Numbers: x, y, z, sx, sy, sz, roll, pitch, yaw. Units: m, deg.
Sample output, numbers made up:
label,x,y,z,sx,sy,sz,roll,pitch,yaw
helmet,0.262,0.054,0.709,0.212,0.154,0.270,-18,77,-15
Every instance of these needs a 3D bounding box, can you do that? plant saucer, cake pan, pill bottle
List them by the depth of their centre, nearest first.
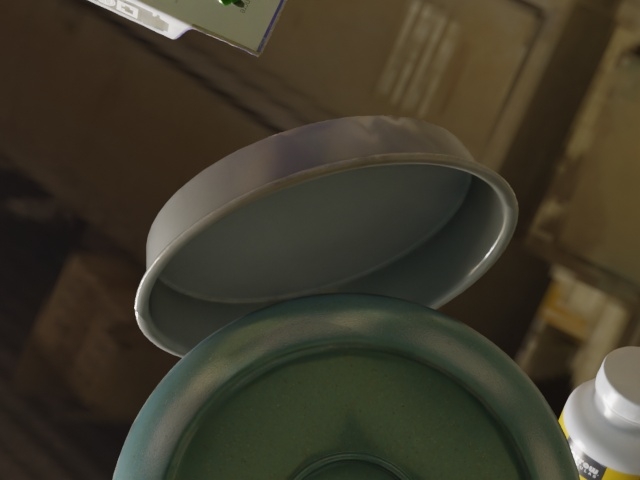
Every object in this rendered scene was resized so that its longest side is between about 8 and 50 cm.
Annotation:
label,x,y,z,sx,sy,sz,roll,pitch,yaw
plant saucer,0.019,0.189,1.289,0.317,0.318,0.044,24,172,1
cake pan,0.000,0.000,1.471,0.293,0.293,0.054,10,-128,-42
pill bottle,0.242,0.179,1.655,0.103,0.184,0.103,10,-142,-8

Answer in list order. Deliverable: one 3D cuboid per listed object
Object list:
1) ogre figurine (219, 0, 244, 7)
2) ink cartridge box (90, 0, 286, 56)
label,x,y,z,sx,sy,sz,roll,pitch,yaw
ogre figurine,-0.024,-0.229,1.115,0.118,0.197,0.097,37,180,15
ink cartridge box,-0.093,-0.243,1.299,0.208,0.206,0.045,25,166,0
